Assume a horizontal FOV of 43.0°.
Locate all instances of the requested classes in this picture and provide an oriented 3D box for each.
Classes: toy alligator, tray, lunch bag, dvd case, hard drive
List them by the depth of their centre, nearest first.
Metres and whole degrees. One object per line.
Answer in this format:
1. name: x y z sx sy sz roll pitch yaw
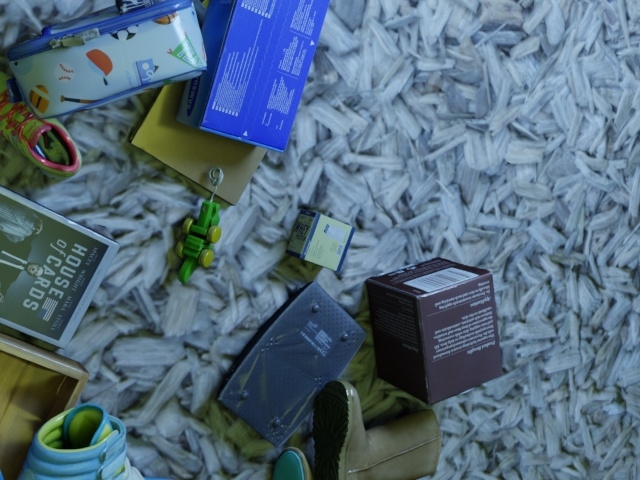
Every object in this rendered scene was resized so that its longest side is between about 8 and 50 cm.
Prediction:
1. lunch bag: -0.279 -0.241 1.042 0.243 0.303 0.114 -18 108 -9
2. tray: -0.517 0.332 1.147 0.203 0.076 0.410 29 83 -29
3. dvd case: -0.435 0.032 1.168 0.239 0.030 0.179 30 84 -29
4. toy alligator: -0.180 -0.022 1.287 0.051 0.056 0.189 14 95 -70
5. hard drive: -0.051 0.208 1.394 0.172 0.054 0.254 46 76 -26

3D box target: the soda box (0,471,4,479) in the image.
1. soda box: -0.454 0.285 1.011 0.071 0.210 0.067 32 83 -29

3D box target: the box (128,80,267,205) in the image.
1. box: -0.178 -0.172 1.280 0.201 0.021 0.164 32 83 -30

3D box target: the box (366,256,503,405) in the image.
1. box: 0.203 0.156 1.461 0.169 0.167 0.203 -15 105 -27

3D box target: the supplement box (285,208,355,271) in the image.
1. supplement box: 0.000 0.000 1.386 0.083 0.056 0.083 21 88 -30

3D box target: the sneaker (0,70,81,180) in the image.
1. sneaker: -0.405 -0.163 1.115 0.208 0.094 0.081 42 79 -26

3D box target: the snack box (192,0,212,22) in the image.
1. snack box: -0.158 -0.384 1.214 0.141 0.037 0.100 44 65 -48

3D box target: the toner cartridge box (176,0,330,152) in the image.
1. toner cartridge box: -0.085 -0.320 1.215 0.165 0.075 0.347 12 98 -41

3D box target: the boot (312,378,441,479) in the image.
1. boot: 0.109 0.342 1.466 0.270 0.089 0.236 -4 107 -41

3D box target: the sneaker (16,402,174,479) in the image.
1. sneaker: -0.299 0.340 1.196 0.319 0.127 0.208 12 99 -53

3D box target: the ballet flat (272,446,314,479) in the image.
1. ballet flat: -0.045 0.469 1.442 0.073 0.080 0.232 -8 107 -56
